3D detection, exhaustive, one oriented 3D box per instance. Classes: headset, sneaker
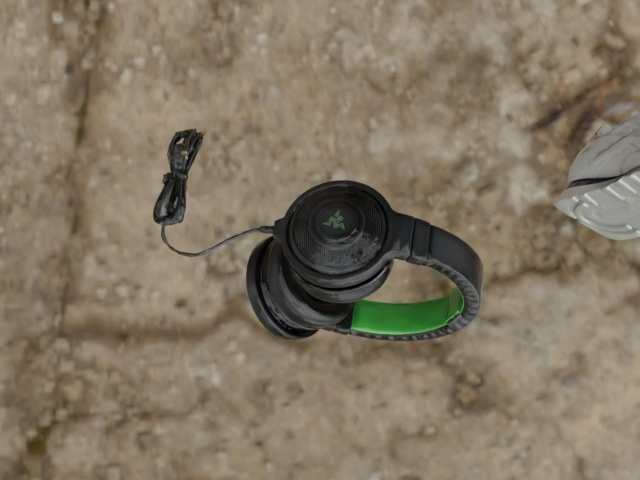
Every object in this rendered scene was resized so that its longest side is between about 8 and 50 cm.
[{"bbox_3d":[0.000,0.000,1.751,0.394,0.185,0.243,16,151,-15],"label":"headset"},{"bbox_3d":[0.276,-0.064,1.184,0.090,0.235,0.094,35,72,-24],"label":"sneaker"}]
